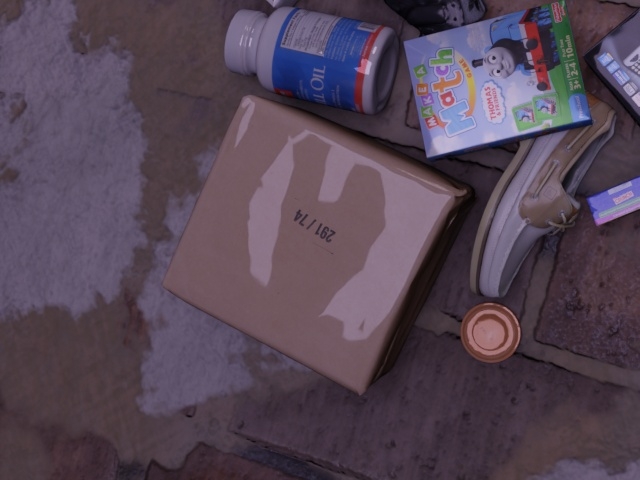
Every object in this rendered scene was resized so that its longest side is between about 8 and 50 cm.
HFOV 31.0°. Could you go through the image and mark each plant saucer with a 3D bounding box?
[{"bbox_3d":[0.232,0.126,1.581,0.083,0.013,0.083,0,91,17],"label":"plant saucer"}]

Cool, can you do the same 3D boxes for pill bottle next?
[{"bbox_3d":[-0.013,-0.253,1.590,0.221,0.124,0.124,15,96,17],"label":"pill bottle"}]

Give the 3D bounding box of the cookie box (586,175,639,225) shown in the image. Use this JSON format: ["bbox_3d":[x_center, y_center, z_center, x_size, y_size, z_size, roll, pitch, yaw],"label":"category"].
[{"bbox_3d":[0.391,-0.054,1.478,0.092,0.107,0.040,-23,85,17],"label":"cookie box"}]

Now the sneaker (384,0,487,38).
[{"bbox_3d":[0.182,-0.366,1.510,0.153,0.101,0.268,52,138,-1],"label":"sneaker"}]

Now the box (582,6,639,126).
[{"bbox_3d":[0.522,-0.191,1.450,0.242,0.076,0.307,-39,80,13],"label":"box"}]

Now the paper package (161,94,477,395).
[{"bbox_3d":[0.000,0.000,1.570,0.325,0.168,0.309,27,99,14],"label":"paper package"}]

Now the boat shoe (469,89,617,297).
[{"bbox_3d":[0.288,-0.056,1.508,0.103,0.113,0.302,24,97,21],"label":"boat shoe"}]

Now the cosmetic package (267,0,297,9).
[{"bbox_3d":[-0.011,-0.442,1.617,0.099,0.060,0.239,45,103,11],"label":"cosmetic package"}]

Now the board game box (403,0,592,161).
[{"bbox_3d":[0.225,-0.202,1.477,0.211,0.039,0.160,-13,82,15],"label":"board game box"}]
